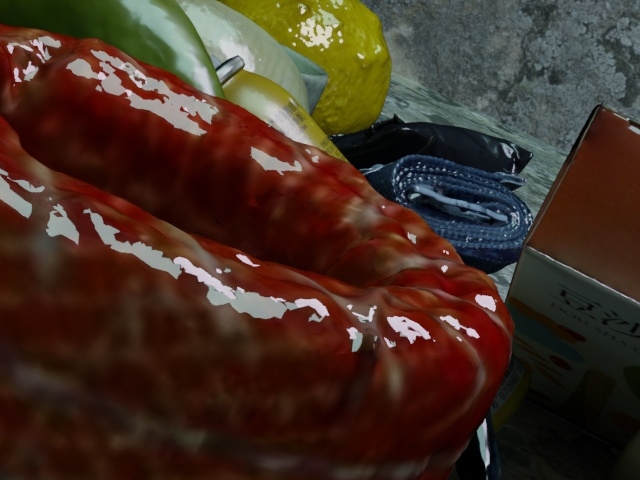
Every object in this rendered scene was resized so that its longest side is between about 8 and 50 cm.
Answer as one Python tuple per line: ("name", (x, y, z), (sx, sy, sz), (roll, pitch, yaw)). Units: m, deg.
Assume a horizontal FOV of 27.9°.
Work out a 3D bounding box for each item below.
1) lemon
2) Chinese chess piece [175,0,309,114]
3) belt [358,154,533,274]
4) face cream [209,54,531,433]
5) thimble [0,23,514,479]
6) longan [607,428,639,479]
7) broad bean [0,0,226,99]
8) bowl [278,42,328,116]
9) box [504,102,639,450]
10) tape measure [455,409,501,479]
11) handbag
("lemon", (-0.041, -0.220, 1.615), (0.288, 0.233, 0.233), (12, 19, -24))
("Chinese chess piece", (-0.134, -0.114, 1.124), (0.250, 0.101, 0.250), (14, -28, 8))
("belt", (0.118, -0.015, 1.385), (0.218, 0.128, 0.122), (13, 61, -40))
("face cream", (0.000, 0.000, 0.908), (0.348, 0.105, 0.105), (49, 13, -7))
("thimble", (-0.109, 0.053, 0.586), (0.350, 0.230, 0.350), (24, 13, -6))
("longan", (0.275, 0.193, 0.775), (0.196, 0.196, 0.220), (15, 19, -33))
("broad bean", (-0.165, -0.064, 0.833), (0.119, 0.238, 0.291), (5, 59, -61))
("bowl", (-0.159, -0.166, 1.369), (0.307, 0.163, 0.307), (22, 15, -6))
("box", (0.312, 0.093, 0.982), (0.344, 0.122, 0.385), (27, -15, 11))
("tape measure", (0.141, 0.179, 0.631), (0.215, 0.098, 0.351), (31, 30, -25))
("handbag", (0.082, -0.089, 1.492), (0.211, 0.088, 0.254), (6, -11, -39))
